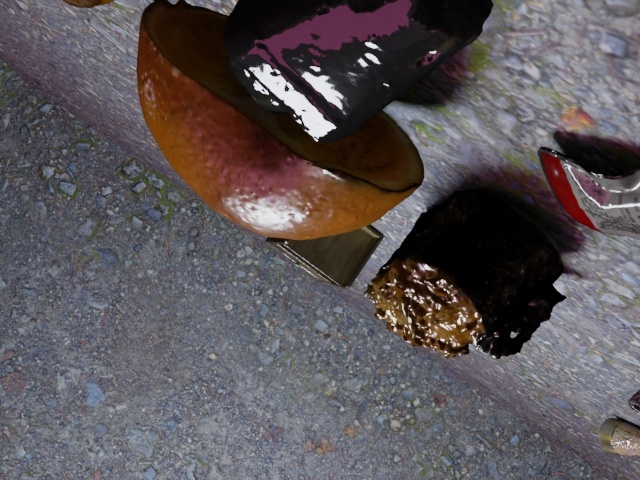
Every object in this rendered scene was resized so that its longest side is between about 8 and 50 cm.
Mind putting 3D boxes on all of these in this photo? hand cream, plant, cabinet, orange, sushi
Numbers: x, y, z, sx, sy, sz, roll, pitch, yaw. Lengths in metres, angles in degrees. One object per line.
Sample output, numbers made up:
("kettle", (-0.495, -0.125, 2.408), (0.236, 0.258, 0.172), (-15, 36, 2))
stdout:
("hand cream", (0.727, 0.457, 1.479), (0.084, 0.084, 0.203), (38, 163, -16))
("plant", (0.014, -0.180, 0.534), (0.142, 0.164, 0.256), (36, 156, -27))
("cabinet", (0.000, 0.000, 1.471), (0.174, 0.148, 0.215), (37, 171, -13))
("orange", (-0.040, -0.131, 0.719), (0.310, 0.274, 0.274), (4, 163, 12))
("sushi", (0.207, 0.068, 0.944), (0.234, 0.207, 0.348), (41, 169, 5))

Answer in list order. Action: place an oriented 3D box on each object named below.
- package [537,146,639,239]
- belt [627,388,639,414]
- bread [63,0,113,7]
("package", (0.322, -0.023, 0.605), (0.239, 0.030, 0.154), (18, 160, 47))
("belt", (0.617, 0.295, 1.100), (0.071, 0.053, 0.232), (35, 170, -9))
("bread", (-0.268, -0.382, 0.546), (0.337, 0.148, 0.328), (38, 166, -9))
